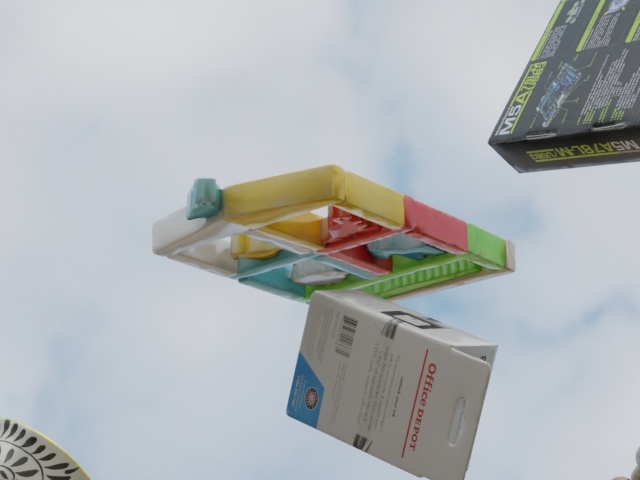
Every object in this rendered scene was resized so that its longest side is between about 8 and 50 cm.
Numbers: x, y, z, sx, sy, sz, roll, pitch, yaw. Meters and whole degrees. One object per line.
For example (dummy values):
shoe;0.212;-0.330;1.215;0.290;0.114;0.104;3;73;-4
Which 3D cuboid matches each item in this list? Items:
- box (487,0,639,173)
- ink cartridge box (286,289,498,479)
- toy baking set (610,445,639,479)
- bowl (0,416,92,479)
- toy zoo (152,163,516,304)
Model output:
box;0.223;-0.138;1.282;0.045;0.184;0.190;38;-113;-25
ink cartridge box;0.065;0.111;1.399;0.180;0.060;0.104;21;-77;40
toy baking set;0.219;0.216;1.471;0.197;0.256;0.030;-41;-106;-21
bowl;-0.223;0.212;1.258;0.170;0.080;0.170;16;-57;27
toy zoo;0.000;0.000;1.523;0.192;0.030;0.293;-16;-24;36
